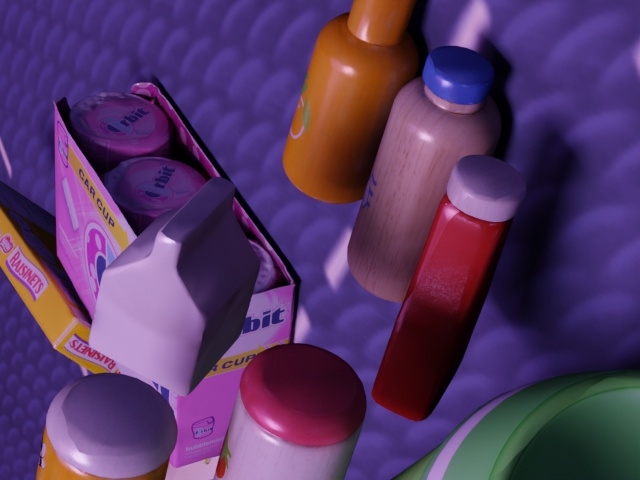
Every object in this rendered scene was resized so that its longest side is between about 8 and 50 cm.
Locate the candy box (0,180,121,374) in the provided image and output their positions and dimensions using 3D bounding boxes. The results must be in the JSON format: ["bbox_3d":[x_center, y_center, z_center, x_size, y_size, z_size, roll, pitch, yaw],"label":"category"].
[{"bbox_3d":[-0.153,0.026,1.010,0.105,0.027,0.206,40,-177,-40],"label":"candy box"}]

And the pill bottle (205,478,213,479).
[{"bbox_3d":[-0.063,0.234,0.855,0.146,0.146,0.264,65,155,23],"label":"pill bottle"}]

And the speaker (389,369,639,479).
[{"bbox_3d":[0.048,0.138,0.570,0.131,0.131,0.296,69,156,14],"label":"speaker"}]

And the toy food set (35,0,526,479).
[{"bbox_3d":[0.000,0.000,0.554,0.111,0.232,0.104,27,130,12],"label":"toy food set"}]

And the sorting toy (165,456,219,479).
[{"bbox_3d":[-0.061,0.104,0.910,0.075,0.045,0.083,42,141,41],"label":"sorting toy"}]

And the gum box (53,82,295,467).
[{"bbox_3d":[-0.083,0.011,0.871,0.188,0.062,0.107,53,149,42],"label":"gum box"}]
